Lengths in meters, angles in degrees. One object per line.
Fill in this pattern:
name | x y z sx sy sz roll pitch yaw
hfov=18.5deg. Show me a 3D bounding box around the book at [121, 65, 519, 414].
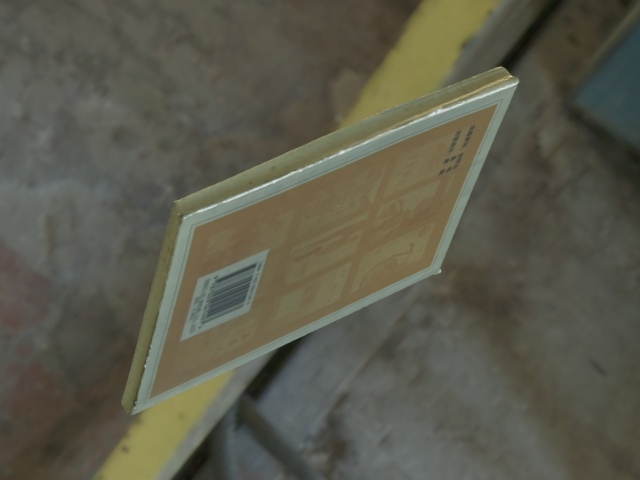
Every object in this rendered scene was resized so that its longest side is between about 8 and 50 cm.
book | -0.001 -0.001 1.107 0.242 0.170 0.018 -24 58 -35
